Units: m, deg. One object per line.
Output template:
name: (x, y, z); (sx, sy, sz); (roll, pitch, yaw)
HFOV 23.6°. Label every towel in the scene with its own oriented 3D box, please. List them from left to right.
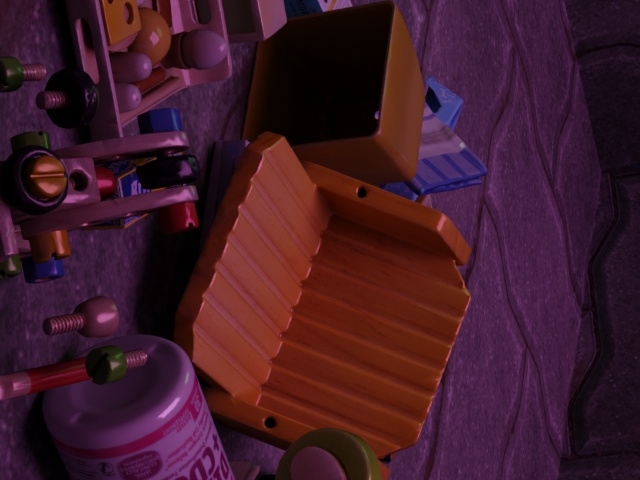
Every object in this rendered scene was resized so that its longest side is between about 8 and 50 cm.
towel: (0.116, -0.185, 2.321); (0.285, 0.034, 0.209); (50, 32, 18)

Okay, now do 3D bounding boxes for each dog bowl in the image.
dog bowl: (0.169, -0.166, 2.598); (0.297, 0.074, 0.166); (-56, 168, -58)

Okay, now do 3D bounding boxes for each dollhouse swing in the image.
dollhouse swing: (0.017, 0.079, 1.888); (0.305, 0.315, 0.347); (94, 18, -74)

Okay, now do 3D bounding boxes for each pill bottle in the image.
pill bottle: (-0.176, 0.253, 1.628); (0.160, 0.160, 0.283); (-67, 148, -48)

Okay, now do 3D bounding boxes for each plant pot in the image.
plant pot: (0.038, -0.180, 2.116); (0.187, 0.212, 0.212); (41, 50, -51)

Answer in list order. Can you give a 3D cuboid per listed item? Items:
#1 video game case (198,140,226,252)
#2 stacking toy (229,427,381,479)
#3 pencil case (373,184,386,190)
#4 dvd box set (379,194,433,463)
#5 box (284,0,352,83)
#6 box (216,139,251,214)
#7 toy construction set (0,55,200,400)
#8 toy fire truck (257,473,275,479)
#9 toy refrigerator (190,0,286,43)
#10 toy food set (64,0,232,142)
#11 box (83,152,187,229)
video game case: (-0.114, -0.031, 2.014); (0.143, 0.019, 0.157); (49, 44, -59)
stacking toy: (-0.064, 0.347, 1.743); (0.130, 0.309, 0.279); (39, 42, -56)
pencil case: (0.027, -0.004, 2.243); (0.133, 0.119, 0.306); (38, 53, -58)
dvd box set: (0.128, 0.136, 2.584); (0.420, 0.062, 0.307); (-55, 139, -58)
box: (-0.012, -0.354, 2.198); (0.244, 0.060, 0.100); (64, 30, -30)
box: (-0.082, -0.037, 2.020); (0.186, 0.038, 0.145); (36, 55, -65)
toy construction set: (-0.271, 0.003, 1.384); (0.237, 0.257, 0.308); (-11, 110, -52)
toy fire truck: (-0.001, 0.435, 2.140); (0.246, 0.158, 0.217); (22, 67, -56)
toy refrigerator: (-0.125, -0.383, 1.897); (0.094, 0.102, 0.269); (-51, 136, -60)
toy food set: (-0.187, -0.249, 1.733); (0.306, 0.092, 0.219); (-48, 133, -62)
box: (-0.209, -0.062, 1.714); (0.169, 0.054, 0.059); (-42, 127, -64)
